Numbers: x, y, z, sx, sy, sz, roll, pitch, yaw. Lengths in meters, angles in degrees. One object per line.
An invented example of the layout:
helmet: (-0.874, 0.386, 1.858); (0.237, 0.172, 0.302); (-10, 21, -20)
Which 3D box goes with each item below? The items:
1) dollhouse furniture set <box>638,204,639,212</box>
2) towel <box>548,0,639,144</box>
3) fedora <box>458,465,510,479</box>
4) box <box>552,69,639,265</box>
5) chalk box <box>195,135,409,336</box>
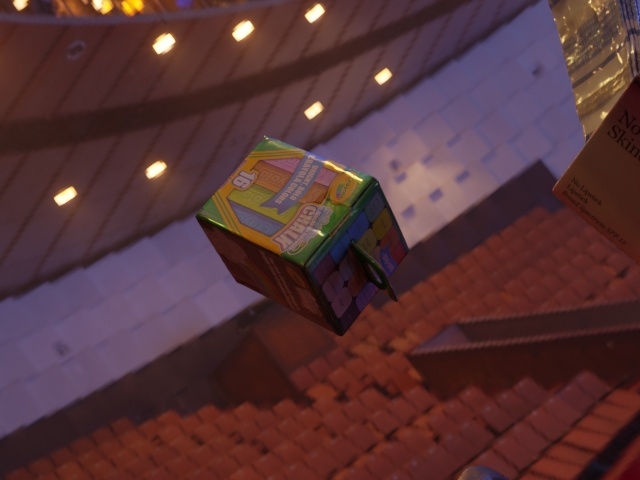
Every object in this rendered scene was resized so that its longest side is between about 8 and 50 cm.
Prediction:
dollhouse furniture set: (0.300, -0.035, 0.871); (0.091, 0.081, 0.114); (-8, -49, -6)
towel: (0.379, -0.247, 1.470); (0.034, 0.285, 0.209); (-8, -10, -12)
fedora: (0.189, 0.431, 1.231); (0.152, 0.334, 0.334); (-25, -8, 22)
box: (0.387, -0.106, 1.182); (0.127, 0.148, 0.232); (-35, -19, -42)
chalk box: (0.000, 0.000, 1.163); (0.132, 0.213, 0.132); (-51, -37, -21)
